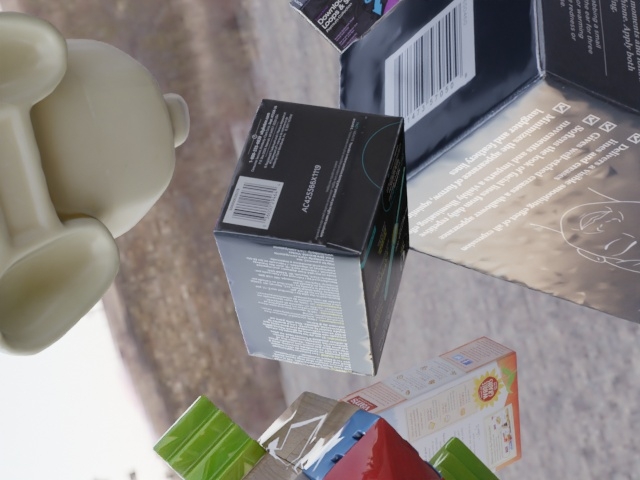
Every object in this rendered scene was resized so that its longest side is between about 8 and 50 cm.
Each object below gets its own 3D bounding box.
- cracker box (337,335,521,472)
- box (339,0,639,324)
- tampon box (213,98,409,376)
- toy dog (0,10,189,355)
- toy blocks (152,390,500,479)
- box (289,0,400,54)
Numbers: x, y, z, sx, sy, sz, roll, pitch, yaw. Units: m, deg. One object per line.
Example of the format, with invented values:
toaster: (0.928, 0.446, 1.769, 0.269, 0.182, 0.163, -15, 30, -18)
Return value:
cracker box: (0.136, 0.231, 1.670, 0.067, 0.232, 0.155, 25, 127, 51)
box: (0.258, -0.105, 1.288, 0.293, 0.396, 0.212, -36, 43, 48)
tampon box: (0.000, 0.000, 0.966, 0.161, 0.102, 0.120, 82, -158, -55)
toy dog: (-0.366, -0.090, 1.296, 0.395, 0.408, 0.284, -43, -57, -45)
toy blocks: (0.086, 0.226, 0.784, 0.381, 0.191, 0.261, 46, 169, -7)
box: (0.050, -0.276, 1.627, 0.162, 0.116, 0.029, 38, -177, -44)
